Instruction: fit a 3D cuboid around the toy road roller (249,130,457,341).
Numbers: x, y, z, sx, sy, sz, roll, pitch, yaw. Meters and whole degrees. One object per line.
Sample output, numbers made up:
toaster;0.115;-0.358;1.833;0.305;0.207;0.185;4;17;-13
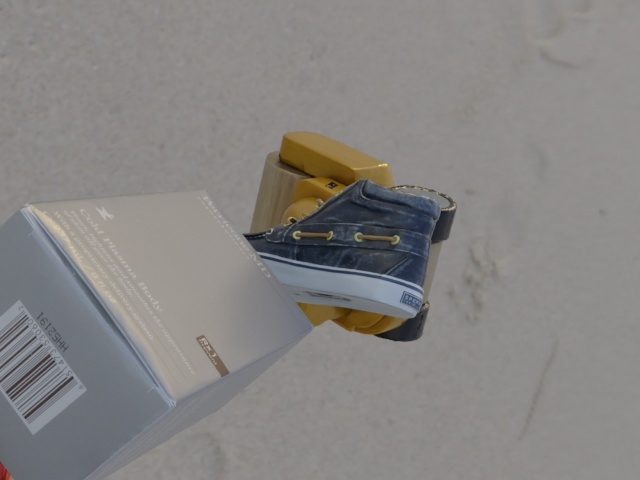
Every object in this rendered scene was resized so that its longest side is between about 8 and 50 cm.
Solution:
toy road roller;0.000;0.000;1.528;0.241;0.329;0.202;-10;120;-47

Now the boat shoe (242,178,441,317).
boat shoe;0.000;0.000;0.820;0.065;0.183;0.083;35;68;-54

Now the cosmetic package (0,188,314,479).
cosmetic package;-0.105;0.048;0.655;0.127;0.107;0.238;51;18;5

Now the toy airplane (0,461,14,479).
toy airplane;-0.553;0.395;1.523;0.272;0.386;0.384;30;58;-22
